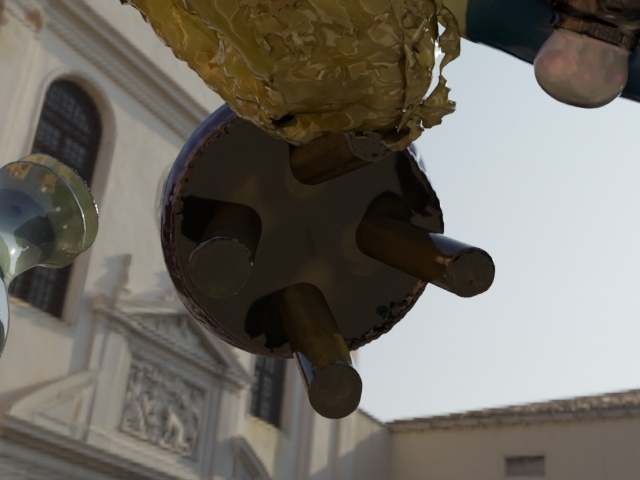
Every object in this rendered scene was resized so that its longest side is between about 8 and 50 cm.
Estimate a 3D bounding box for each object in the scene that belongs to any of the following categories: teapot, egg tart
[{"bbox_3d":[-0.299,0.019,0.763,0.183,0.251,0.183,9,-63,18],"label":"teapot"},{"bbox_3d":[-0.053,-0.140,0.452,0.279,0.095,0.279,44,-10,9],"label":"egg tart"}]

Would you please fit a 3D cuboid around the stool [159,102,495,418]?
[{"bbox_3d":[0.000,0.000,0.807,0.272,0.272,0.178,14,9,-19],"label":"stool"}]

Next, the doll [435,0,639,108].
[{"bbox_3d":[0.185,-0.212,0.366,0.240,0.284,0.310,30,-47,29],"label":"doll"}]
